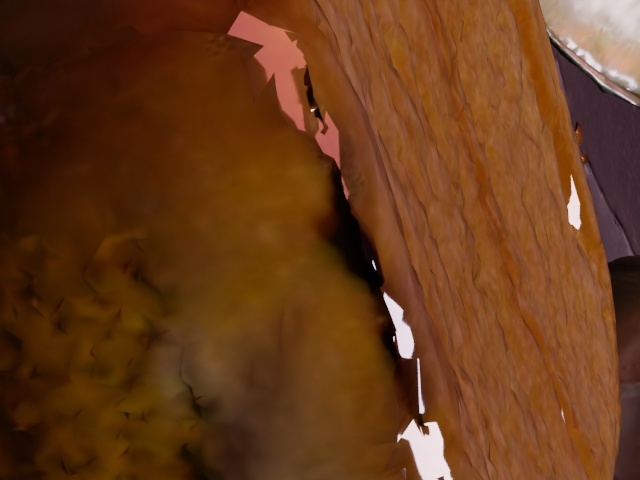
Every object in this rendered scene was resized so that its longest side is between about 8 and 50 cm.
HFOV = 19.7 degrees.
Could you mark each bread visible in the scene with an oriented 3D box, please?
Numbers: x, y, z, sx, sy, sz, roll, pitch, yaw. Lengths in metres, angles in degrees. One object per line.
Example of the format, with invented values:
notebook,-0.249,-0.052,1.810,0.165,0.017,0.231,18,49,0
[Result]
bread,-0.008,0.002,0.569,0.328,0.148,0.337,-78,152,-53

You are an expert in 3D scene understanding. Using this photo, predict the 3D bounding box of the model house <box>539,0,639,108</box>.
model house,0.153,-0.256,0.989,0.266,0.261,0.321,-132,-156,-54

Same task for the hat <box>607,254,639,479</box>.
hat,0.092,0.118,0.718,0.149,0.214,0.244,57,33,-4
